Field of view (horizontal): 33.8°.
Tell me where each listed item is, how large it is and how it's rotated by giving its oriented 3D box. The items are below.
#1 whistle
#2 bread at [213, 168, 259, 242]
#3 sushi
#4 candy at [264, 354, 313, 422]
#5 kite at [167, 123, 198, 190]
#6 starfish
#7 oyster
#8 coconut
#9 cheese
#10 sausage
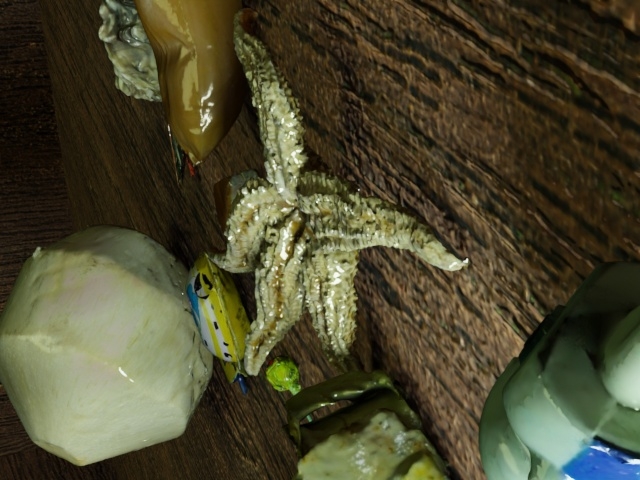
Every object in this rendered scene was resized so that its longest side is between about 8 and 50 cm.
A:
[{"bbox_3d":[0.132,0.070,0.472,0.092,0.110,0.244,39,150,12],"label":"whistle"},{"bbox_3d":[-0.092,-0.044,1.160,0.062,0.043,0.109,-124,27,-45],"label":"bread"},{"bbox_3d":[0.044,0.234,0.783,0.131,0.139,0.291,98,153,-64],"label":"sushi"},{"bbox_3d":[-0.022,0.175,1.121,0.035,0.035,0.123,20,-146,-59],"label":"candy"},{"bbox_3d":[-0.195,-0.157,1.456,0.232,0.009,0.189,111,142,-61],"label":"kite"},{"bbox_3d":[-0.004,0.012,0.862,0.301,0.084,0.293,46,141,30],"label":"starfish"},{"bbox_3d":[-0.215,-0.289,1.253,0.351,0.114,0.238,105,150,-62],"label":"oyster"},{"bbox_3d":[-0.322,0.165,1.585,0.352,0.352,0.353,168,90,-72],"label":"coconut"},{"bbox_3d":[-0.120,0.109,1.312,0.250,0.064,0.156,81,168,-52],"label":"cheese"},{"bbox_3d":[-0.137,-0.254,1.053,0.134,0.116,0.354,15,119,56],"label":"sausage"}]
